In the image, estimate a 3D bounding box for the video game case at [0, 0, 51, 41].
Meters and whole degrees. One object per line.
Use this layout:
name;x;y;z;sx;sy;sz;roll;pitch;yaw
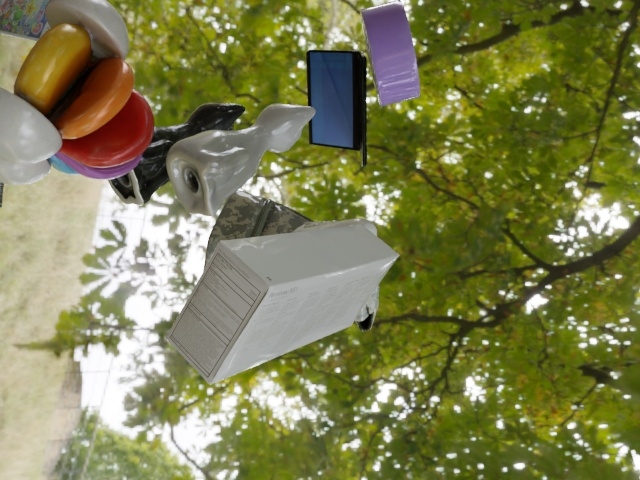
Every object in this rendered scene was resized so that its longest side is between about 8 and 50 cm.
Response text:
video game case;-0.282;-0.237;0.625;0.087;0.011;0.122;-58;177;14

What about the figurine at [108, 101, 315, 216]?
figurine;-0.135;-0.126;0.834;0.214;0.209;0.093;10;-52;38

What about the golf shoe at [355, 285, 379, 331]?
golf shoe;0.069;0.086;1.065;0.176;0.069;0.086;67;18;-55

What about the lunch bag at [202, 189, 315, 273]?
lunch bag;-0.127;0.060;1.505;0.305;0.255;0.213;108;-2;-46

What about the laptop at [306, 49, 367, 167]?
laptop;0.033;-0.308;1.486;0.264;0.136;0.235;-87;176;-70

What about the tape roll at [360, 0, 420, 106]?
tape roll;0.135;-0.362;1.266;0.189;0.080;0.189;-13;90;-86

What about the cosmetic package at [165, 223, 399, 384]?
cosmetic package;-0.021;0.044;0.580;0.060;0.239;0.099;42;-68;20

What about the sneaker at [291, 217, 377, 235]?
sneaker;0.000;0.000;1.187;0.235;0.090;0.095;-23;-137;33

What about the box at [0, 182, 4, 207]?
box;-0.523;-0.105;0.909;0.244;0.060;0.101;147;-51;-88

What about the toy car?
toy car;-0.218;-0.115;0.588;0.182;0.136;0.159;-18;-138;60
